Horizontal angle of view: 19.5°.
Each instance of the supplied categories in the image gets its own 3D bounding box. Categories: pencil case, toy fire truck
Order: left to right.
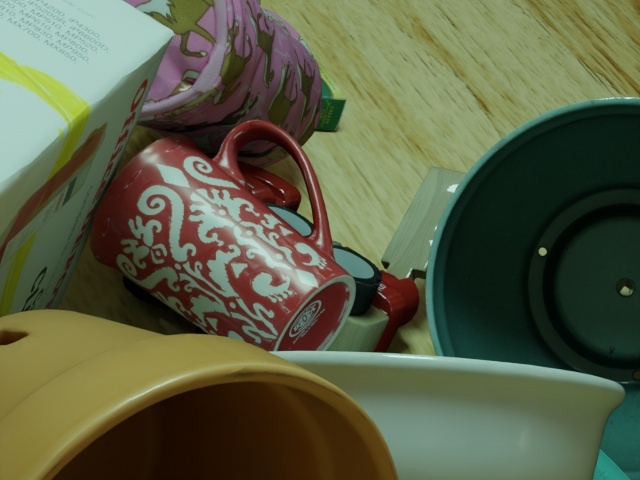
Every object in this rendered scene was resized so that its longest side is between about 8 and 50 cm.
[{"bbox_3d":[-0.107,-0.150,1.497,0.167,0.160,0.386,-5,-4,9],"label":"pencil case"},{"bbox_3d":[0.000,0.000,1.505,0.217,0.158,0.246,34,22,22],"label":"toy fire truck"}]

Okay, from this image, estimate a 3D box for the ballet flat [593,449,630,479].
[{"bbox_3d":[0.236,0.237,1.321,0.086,0.086,0.248,-17,52,-45],"label":"ballet flat"}]

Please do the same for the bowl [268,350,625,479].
[{"bbox_3d":[0.050,0.156,1.228,0.298,0.134,0.298,4,-11,1],"label":"bowl"}]

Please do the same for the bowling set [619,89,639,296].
[{"bbox_3d":[0.295,-0.005,1.677,0.154,0.287,0.200,12,-12,-26],"label":"bowling set"}]

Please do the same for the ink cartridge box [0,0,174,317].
[{"bbox_3d":[-0.273,-0.001,1.190,0.160,0.279,0.384,30,33,4],"label":"ink cartridge box"}]

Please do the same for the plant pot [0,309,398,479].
[{"bbox_3d":[-0.126,0.166,1.059,0.291,0.291,0.203,-6,24,-36],"label":"plant pot"}]

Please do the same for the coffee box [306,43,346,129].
[{"bbox_3d":[-0.078,-0.155,1.782,0.184,0.040,0.113,2,34,-28],"label":"coffee box"}]

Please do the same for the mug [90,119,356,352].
[{"bbox_3d":[-0.058,0.001,1.325,0.169,0.150,0.113,37,19,24],"label":"mug"}]

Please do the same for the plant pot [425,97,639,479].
[{"bbox_3d":[0.240,0.040,1.476,0.293,0.293,0.196,26,4,9],"label":"plant pot"}]

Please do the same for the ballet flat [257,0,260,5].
[{"bbox_3d":[-0.158,-0.247,1.839,0.206,0.073,0.067,13,55,29],"label":"ballet flat"}]
